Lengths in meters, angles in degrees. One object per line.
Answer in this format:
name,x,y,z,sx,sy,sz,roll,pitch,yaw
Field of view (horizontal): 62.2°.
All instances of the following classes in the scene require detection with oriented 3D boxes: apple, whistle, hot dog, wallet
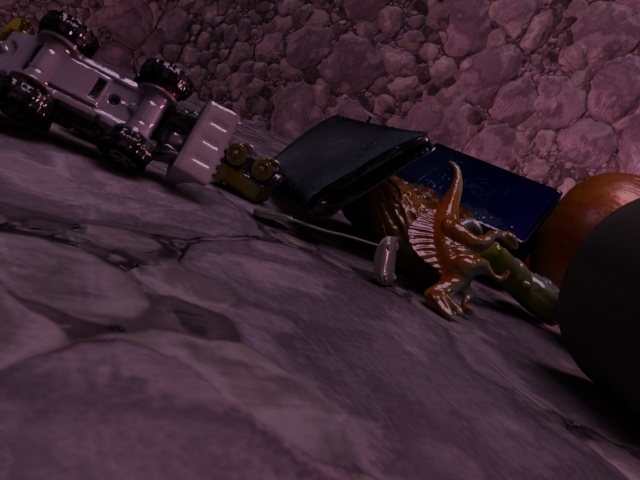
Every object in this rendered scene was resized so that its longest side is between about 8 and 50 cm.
apple,0.499,0.025,0.901,0.233,0.285,0.286,38,17,28
whistle,0.284,0.054,0.748,0.198,0.057,0.104,37,9,-35
hot dog,0.128,-0.033,0.799,0.196,0.122,0.272,23,9,-17
wallet,0.011,-0.128,0.826,0.046,0.191,0.379,58,-7,-21

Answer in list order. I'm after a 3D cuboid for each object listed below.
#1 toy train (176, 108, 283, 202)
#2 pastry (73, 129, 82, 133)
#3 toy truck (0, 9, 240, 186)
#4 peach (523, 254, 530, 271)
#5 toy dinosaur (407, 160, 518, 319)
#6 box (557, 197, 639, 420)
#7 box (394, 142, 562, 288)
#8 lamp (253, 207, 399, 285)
toy train,-0.149,-0.121,0.777,0.202,0.081,0.060,32,14,9
pastry,-0.292,-0.165,0.752,0.080,0.056,0.140,15,18,-1
toy truck,-0.246,-0.157,0.626,0.286,0.136,0.111,26,-20,-11
peach,0.528,0.048,1.332,0.189,0.068,0.279,20,8,-20
toy dinosaur,0.155,-0.001,0.653,0.143,0.057,0.212,-11,54,-22
box,0.358,0.073,0.483,0.226,0.226,0.149,21,12,-12
box,0.277,-0.064,1.014,0.279,0.116,0.261,27,38,25
lamp,0.000,0.000,0.643,0.199,0.056,0.050,16,9,27
